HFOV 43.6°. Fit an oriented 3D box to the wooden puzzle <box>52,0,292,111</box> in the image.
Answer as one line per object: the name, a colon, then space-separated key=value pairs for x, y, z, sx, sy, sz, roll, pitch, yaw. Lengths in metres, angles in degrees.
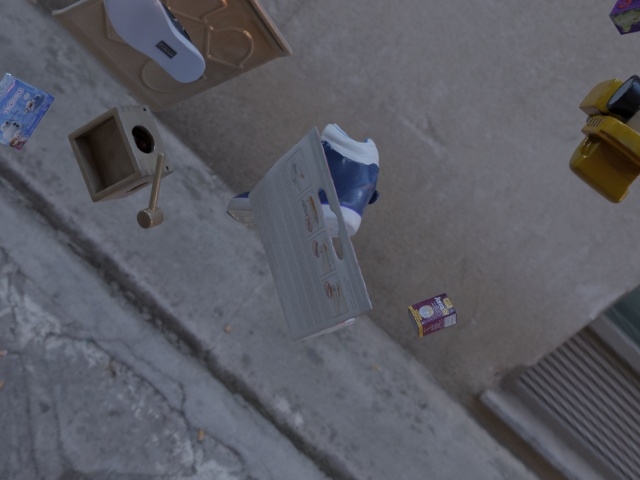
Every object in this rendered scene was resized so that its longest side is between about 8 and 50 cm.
wooden puzzle: x=-0.270 y=-0.404 z=1.513 sx=0.322 sy=0.347 sz=0.081 roll=47 pitch=30 yaw=-57

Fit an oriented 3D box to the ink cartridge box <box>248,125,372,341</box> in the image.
ink cartridge box: x=0.000 y=0.000 z=1.401 sx=0.091 sy=0.385 sz=0.308 roll=-13 pitch=82 yaw=-24

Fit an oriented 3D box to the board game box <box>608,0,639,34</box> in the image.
board game box: x=0.579 y=-0.451 z=1.159 sx=0.056 sy=0.208 sz=0.347 roll=46 pitch=65 yaw=-31

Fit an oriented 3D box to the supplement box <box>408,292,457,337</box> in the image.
supplement box: x=0.223 y=0.149 z=1.597 sx=0.043 sy=0.083 sz=0.055 roll=78 pitch=-11 yaw=-51

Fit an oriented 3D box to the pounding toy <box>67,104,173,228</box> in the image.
pounding toy: x=-0.304 y=-0.122 z=1.362 sx=0.094 sy=0.181 sz=0.206 roll=-19 pitch=88 yaw=-59

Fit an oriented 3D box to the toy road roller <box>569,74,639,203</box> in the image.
toy road roller: x=0.680 y=-0.223 z=1.833 sx=0.202 sy=0.241 sz=0.329 roll=39 pitch=10 yaw=-2

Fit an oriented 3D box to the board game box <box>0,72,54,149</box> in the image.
board game box: x=-0.418 y=-0.174 z=1.092 sx=0.020 sy=0.090 sz=0.090 roll=36 pitch=4 yaw=18

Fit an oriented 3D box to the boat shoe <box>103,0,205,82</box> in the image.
boat shoe: x=-0.255 y=-0.330 z=1.218 sx=0.228 sy=0.080 sz=0.076 roll=37 pitch=20 yaw=-56

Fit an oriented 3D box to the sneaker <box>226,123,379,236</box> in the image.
sneaker: x=-0.027 y=-0.133 z=1.683 sx=0.130 sy=0.322 sz=0.236 roll=45 pitch=56 yaw=-50
